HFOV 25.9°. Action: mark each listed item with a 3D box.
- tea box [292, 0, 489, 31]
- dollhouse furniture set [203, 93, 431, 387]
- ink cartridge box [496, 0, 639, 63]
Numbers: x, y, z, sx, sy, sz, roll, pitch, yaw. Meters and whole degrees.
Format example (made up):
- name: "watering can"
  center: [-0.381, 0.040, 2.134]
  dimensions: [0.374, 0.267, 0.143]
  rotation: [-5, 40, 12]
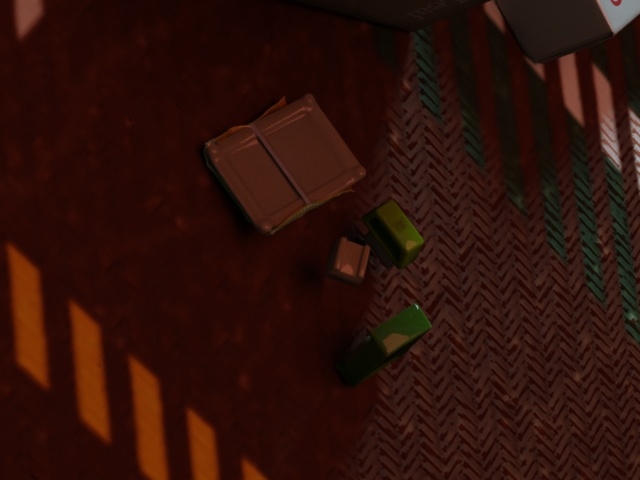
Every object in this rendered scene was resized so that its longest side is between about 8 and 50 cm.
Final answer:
- name: "tea box"
  center: [0.066, -0.308, 0.665]
  dimensions: [0.220, 0.329, 0.323]
  rotation: [8, 78, -34]
- name: "dollhouse furniture set"
  center: [0.000, 0.000, 0.757]
  dimensions: [0.076, 0.058, 0.151]
  rotation: [-32, 81, -26]
- name: "ink cartridge box"
  center: [0.179, -0.212, 0.883]
  dimensions: [0.175, 0.072, 0.127]
  rotation: [-40, 106, -33]
